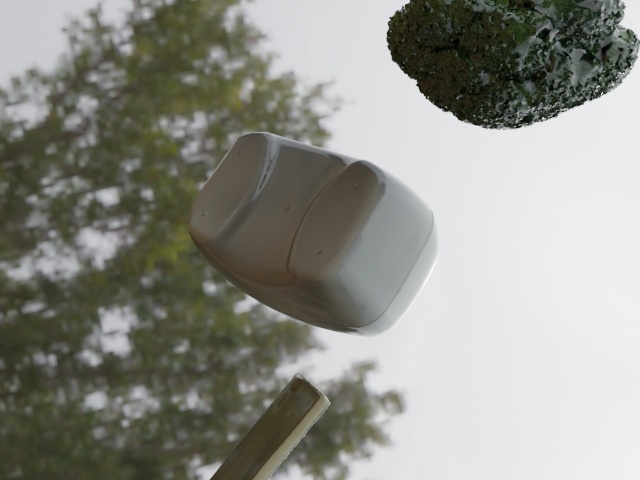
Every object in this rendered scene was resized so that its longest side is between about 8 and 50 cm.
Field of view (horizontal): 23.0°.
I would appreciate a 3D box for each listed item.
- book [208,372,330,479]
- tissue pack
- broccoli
[{"bbox_3d":[-0.105,0.292,1.857,0.021,0.310,0.217,40,-4,-8],"label":"book"},{"bbox_3d":[0.000,0.000,2.208,0.333,0.229,0.236,18,-18,41],"label":"tissue pack"},{"bbox_3d":[0.229,-0.259,1.904,0.308,0.308,0.275,133,-40,-65],"label":"broccoli"}]
